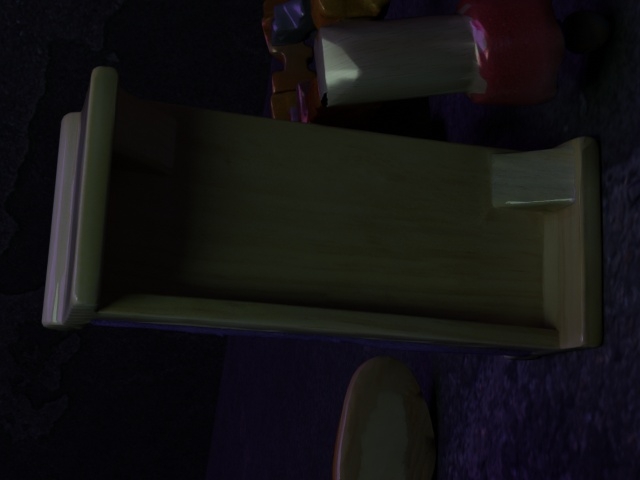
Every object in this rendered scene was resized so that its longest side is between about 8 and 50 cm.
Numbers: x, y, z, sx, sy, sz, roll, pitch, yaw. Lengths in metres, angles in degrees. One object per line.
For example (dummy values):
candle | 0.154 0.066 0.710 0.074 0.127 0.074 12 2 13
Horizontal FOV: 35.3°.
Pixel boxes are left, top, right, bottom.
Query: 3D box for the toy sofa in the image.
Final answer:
toy sofa | 0.000 0.000 0.701 0.177 0.363 0.150 149 125 -68

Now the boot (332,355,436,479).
boot | 0.033 0.264 1.030 0.211 0.104 0.295 165 103 -70

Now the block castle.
block castle | 0.066 -0.214 0.867 0.453 0.213 0.302 132 130 -81
